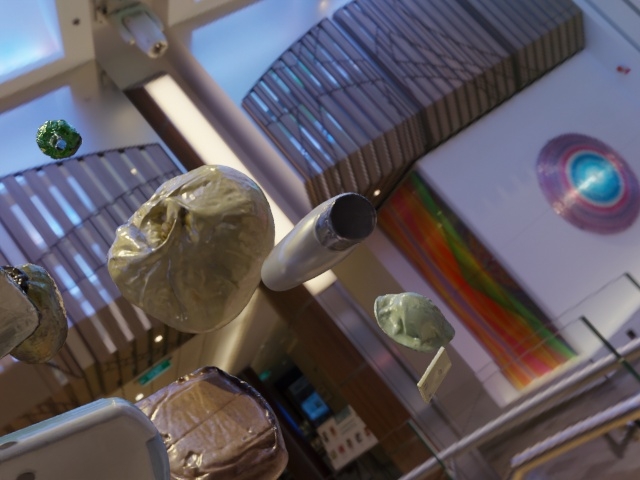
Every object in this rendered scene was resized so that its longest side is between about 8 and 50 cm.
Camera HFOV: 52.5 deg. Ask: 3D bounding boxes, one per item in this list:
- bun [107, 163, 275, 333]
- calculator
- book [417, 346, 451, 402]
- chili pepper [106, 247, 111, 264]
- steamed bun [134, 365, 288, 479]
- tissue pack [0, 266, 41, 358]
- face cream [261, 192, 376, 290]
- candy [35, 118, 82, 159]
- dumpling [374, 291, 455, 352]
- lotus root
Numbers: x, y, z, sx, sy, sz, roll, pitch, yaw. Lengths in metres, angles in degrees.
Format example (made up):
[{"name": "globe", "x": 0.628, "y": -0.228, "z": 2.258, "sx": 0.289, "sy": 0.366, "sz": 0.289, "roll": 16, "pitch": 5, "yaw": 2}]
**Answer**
[{"name": "bun", "x": -0.266, "y": 0.010, "z": 1.315, "sx": 0.361, "sy": 0.361, "sz": 0.213, "roll": -42, "pitch": -22, "yaw": 7}, {"name": "calculator", "x": -0.211, "y": 0.196, "z": 0.471, "sx": 0.210, "sy": 0.121, "sz": 0.039, "roll": -16, "pitch": 13, "yaw": -32}, {"name": "book", "x": 0.258, "y": 0.305, "z": 1.472, "sx": 0.111, "sy": 0.014, "sz": 0.077, "roll": -52, "pitch": -41, "yaw": -22}, {"name": "chili pepper", "x": -0.589, "y": 0.044, "z": 1.869, "sx": 0.153, "sy": 0.050, "sz": 0.041, "roll": -37, "pitch": 28, "yaw": 55}, {"name": "steamed bun", "x": -0.211, "y": 0.404, "z": 1.243, "sx": 0.251, "sy": 0.301, "sz": 0.199, "roll": -25, "pitch": -51, "yaw": -30}, {"name": "tissue pack", "x": -0.340, "y": 0.066, "z": 0.614, "sx": 0.103, "sy": 0.090, "sz": 0.170, "roll": -35, "pitch": 24, "yaw": -27}, {"name": "face cream", "x": 0.000, "y": 0.000, "z": 0.815, "sx": 0.144, "sy": 0.071, "sz": 0.291, "roll": -42, "pitch": 3, "yaw": -15}, {"name": "candy", "x": -0.539, "y": -0.204, "z": 1.336, "sx": 0.097, "sy": 0.097, "sz": 0.323, "roll": -38, "pitch": 22, "yaw": -12}, {"name": "dumpling", "x": 0.237, "y": 0.195, "z": 1.643, "sx": 0.152, "sy": 0.219, "sz": 0.108, "roll": -35, "pitch": -39, "yaw": -67}, {"name": "lotus root", "x": -0.642, "y": 0.173, "z": 1.439, "sx": 0.173, "sy": 0.173, "sz": 0.309, "roll": -34, "pitch": -27, "yaw": -28}]
